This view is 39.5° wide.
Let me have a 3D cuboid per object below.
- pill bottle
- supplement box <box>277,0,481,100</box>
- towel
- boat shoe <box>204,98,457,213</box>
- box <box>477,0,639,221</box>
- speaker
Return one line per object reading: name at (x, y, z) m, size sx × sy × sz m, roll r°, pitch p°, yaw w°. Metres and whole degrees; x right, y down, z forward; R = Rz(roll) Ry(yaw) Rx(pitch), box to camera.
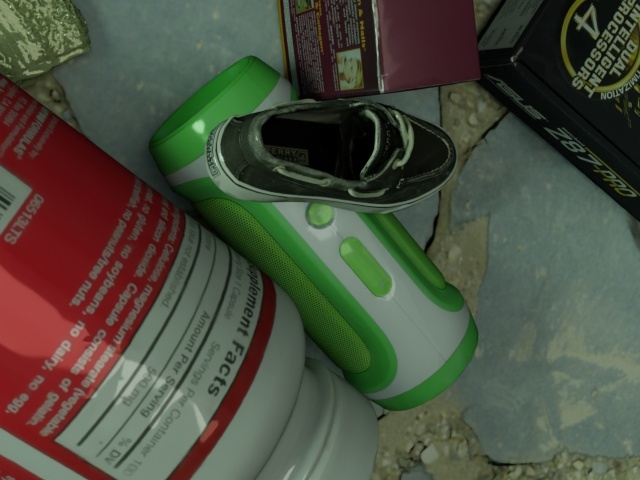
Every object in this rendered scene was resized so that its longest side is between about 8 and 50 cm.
pill bottle at (-0.162, 0.071, 0.611) m, size 0.407 × 0.229 × 0.229 m, roll 39°, pitch 82°, yaw -21°
supplement box at (0.036, -0.163, 0.681) m, size 0.081 × 0.188 × 0.104 m, roll -10°, pitch 100°, yaw -20°
towel at (-0.247, -0.184, 0.656) m, size 0.110 × 0.027 × 0.148 m, roll -34°, pitch 107°, yaw -15°
boat shoe at (0.029, -0.060, 0.627) m, size 0.219 × 0.070 × 0.078 m, roll -6°, pitch 84°, yaw -39°
box at (0.360, -0.231, 0.849) m, size 0.318 × 0.097 × 0.395 m, roll 36°, pitch 83°, yaw -24°
speaker at (0.000, 0.000, 0.719) m, size 0.131 × 0.131 × 0.296 m, roll -44°, pitch 109°, yaw -11°
